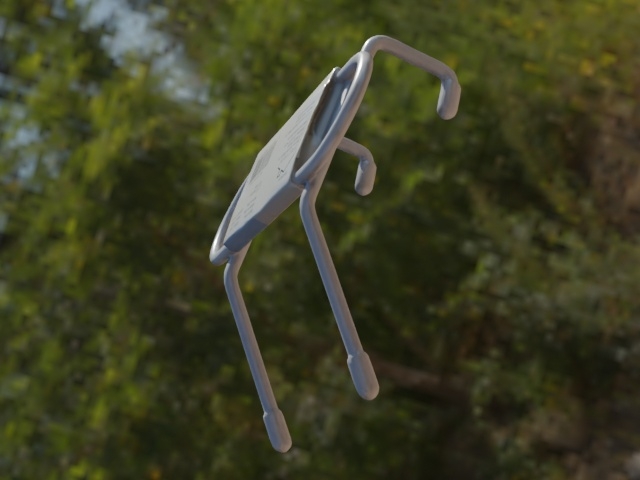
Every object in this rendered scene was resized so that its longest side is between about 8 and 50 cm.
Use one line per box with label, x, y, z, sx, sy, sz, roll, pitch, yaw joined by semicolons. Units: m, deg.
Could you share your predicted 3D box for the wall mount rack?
wall mount rack;0.000;0.000;1.664;0.350;0.130;0.304;-42;24;63
